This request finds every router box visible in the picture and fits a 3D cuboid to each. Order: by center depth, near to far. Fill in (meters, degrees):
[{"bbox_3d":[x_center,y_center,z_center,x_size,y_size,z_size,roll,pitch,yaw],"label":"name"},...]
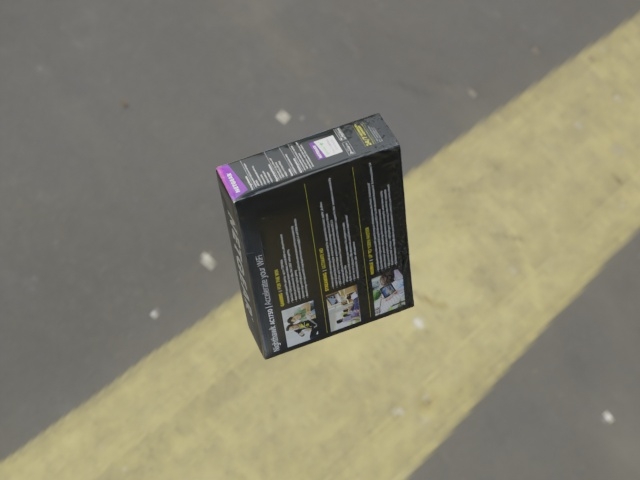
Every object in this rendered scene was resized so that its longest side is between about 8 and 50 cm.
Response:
[{"bbox_3d":[0.000,0.000,1.136,0.133,0.179,0.046,-19,45,-11],"label":"router box"}]
